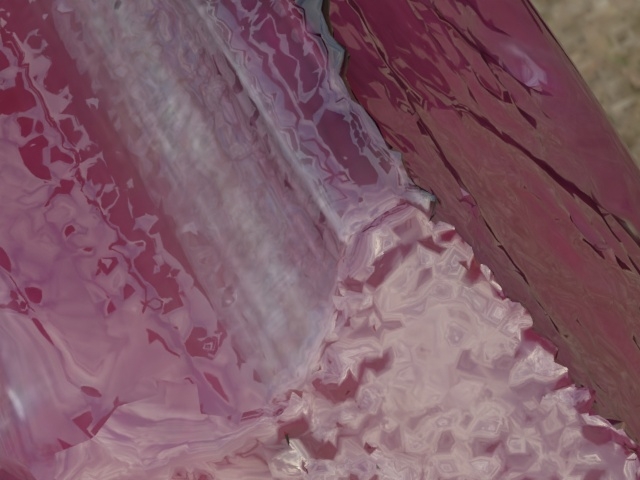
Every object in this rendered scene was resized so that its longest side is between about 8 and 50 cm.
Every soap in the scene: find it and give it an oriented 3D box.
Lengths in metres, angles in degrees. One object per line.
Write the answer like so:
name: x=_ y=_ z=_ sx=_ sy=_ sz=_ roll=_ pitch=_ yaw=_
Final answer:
soap: x=0.000 y=0.000 z=0.457 sx=0.127 sy=0.220 sz=0.325 roll=-38 pitch=63 yaw=20
